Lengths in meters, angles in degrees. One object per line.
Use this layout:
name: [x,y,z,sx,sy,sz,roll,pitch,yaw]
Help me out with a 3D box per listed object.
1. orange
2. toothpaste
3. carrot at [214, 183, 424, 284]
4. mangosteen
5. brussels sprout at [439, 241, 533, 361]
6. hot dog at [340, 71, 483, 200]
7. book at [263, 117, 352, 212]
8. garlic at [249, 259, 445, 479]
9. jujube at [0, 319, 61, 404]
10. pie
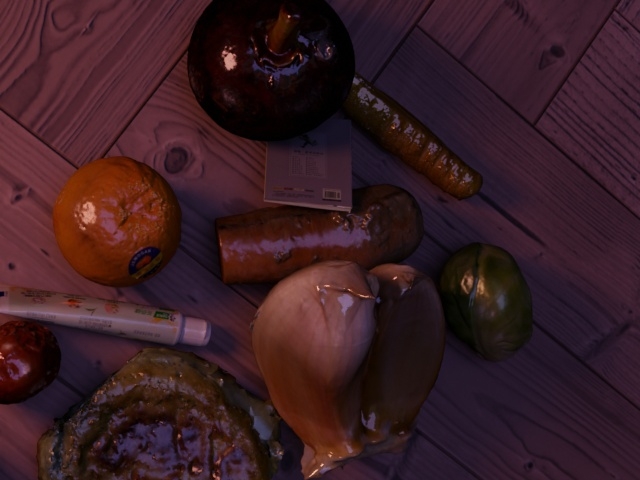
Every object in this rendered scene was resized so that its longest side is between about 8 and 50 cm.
orange: [-0.274,-0.024,1.684,0.177,0.155,0.177,-1,92,-25]
toothpaste: [-0.305,0.102,1.714,0.314,0.058,0.056,11,69,-18]
carrot: [0.000,0.000,1.791,0.302,0.139,0.138,-12,91,-11]
mangosteen: [-0.063,-0.255,1.707,0.235,0.261,0.235,2,80,-10]
brussels sprout: [0.249,0.092,1.862,0.131,0.145,0.183,-15,86,8]
hot dog: [0.123,-0.158,1.865,0.289,0.083,0.068,40,95,-12]
book: [-0.016,-0.115,1.783,0.127,0.014,0.181,5,48,-6]
garlic: [0.046,0.151,1.728,0.286,0.249,0.313,-5,112,-6]
jujube: [-0.396,0.161,1.622,0.109,0.176,0.112,23,86,-11]
pie: [-0.217,0.309,1.712,0.355,0.103,0.288,-38,96,-16]
